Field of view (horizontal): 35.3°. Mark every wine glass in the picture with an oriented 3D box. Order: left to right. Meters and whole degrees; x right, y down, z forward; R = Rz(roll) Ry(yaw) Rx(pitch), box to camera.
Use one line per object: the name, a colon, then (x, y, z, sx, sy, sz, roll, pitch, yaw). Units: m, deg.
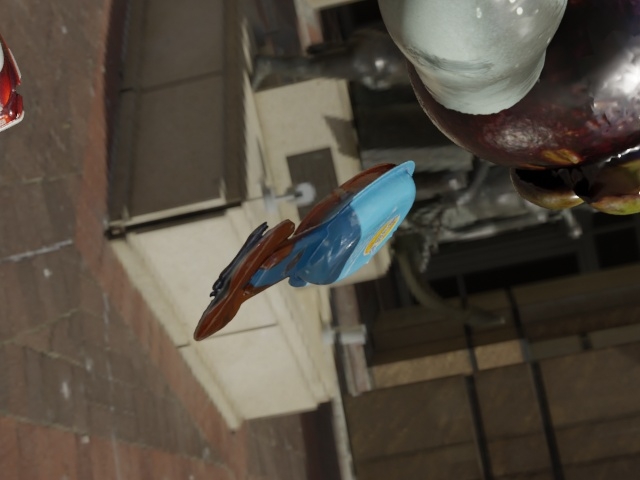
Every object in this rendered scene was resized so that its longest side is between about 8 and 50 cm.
wine glass: (0.074, -0.133, 0.500, 0.222, 0.103, 0.103, 47, 33, -73)

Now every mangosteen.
mangosteen: (0.242, -0.176, 0.974, 0.307, 0.307, 0.347, -85, 155, -64)

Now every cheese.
cheese: (0.000, 0.000, 0.611, 0.037, 0.106, 0.256, 41, 25, 13)

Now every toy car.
toy car: (-0.367, -0.183, 1.039, 0.139, 0.112, 0.112, 56, -22, 7)
